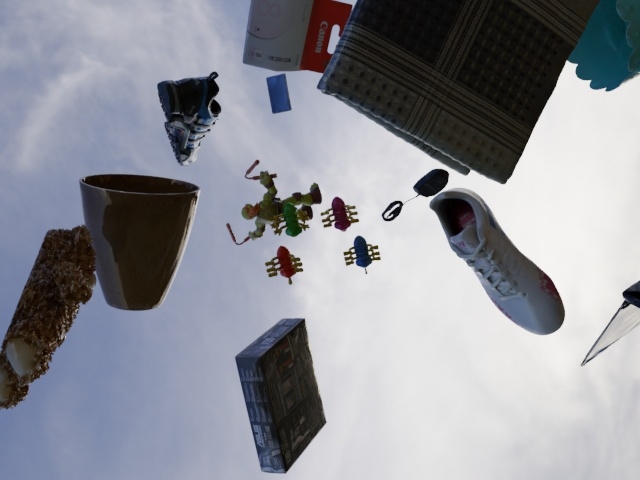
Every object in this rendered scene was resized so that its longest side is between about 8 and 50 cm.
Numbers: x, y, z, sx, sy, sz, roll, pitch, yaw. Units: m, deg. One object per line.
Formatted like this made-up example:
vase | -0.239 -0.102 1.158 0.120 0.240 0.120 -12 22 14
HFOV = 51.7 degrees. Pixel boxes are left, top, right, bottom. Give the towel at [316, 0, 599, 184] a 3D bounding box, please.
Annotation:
towel | 0.194 -0.270 0.898 0.324 0.056 0.312 24 -86 -22

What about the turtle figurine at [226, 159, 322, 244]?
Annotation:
turtle figurine | -0.104 -0.087 1.606 0.217 0.087 0.270 -11 -43 -30

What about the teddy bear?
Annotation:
teddy bear | -0.452 0.124 1.106 0.113 0.338 0.245 24 -70 -21

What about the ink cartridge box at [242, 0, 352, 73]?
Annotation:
ink cartridge box | -0.058 -0.489 1.567 0.066 0.232 0.189 -78 2 -54

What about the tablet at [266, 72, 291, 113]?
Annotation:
tablet | -0.094 -0.329 1.485 0.006 0.054 0.083 -23 -73 -56

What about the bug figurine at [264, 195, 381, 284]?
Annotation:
bug figurine | 0.000 0.000 1.594 0.072 0.278 0.216 -88 -10 -62

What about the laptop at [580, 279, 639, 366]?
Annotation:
laptop | 0.614 0.079 0.892 0.381 0.408 0.236 -32 -63 -10

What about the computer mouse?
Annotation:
computer mouse | 0.270 -0.134 1.914 0.071 0.242 0.041 32 -146 -39

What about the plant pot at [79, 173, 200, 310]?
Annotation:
plant pot | -0.376 0.005 1.360 0.237 0.237 0.255 -6 -71 -44

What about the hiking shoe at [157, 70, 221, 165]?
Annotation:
hiking shoe | -0.286 -0.265 1.516 0.132 0.304 0.113 -19 -105 -14

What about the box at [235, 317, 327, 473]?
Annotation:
box | -0.091 0.380 1.651 0.242 0.076 0.308 -34 -65 -60

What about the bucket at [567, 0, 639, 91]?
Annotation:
bucket | 0.706 -0.509 1.543 0.183 0.281 0.281 -24 -69 -6

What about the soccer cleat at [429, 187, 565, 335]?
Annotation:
soccer cleat | 0.312 0.039 1.222 0.143 0.116 0.331 3 -132 -52
